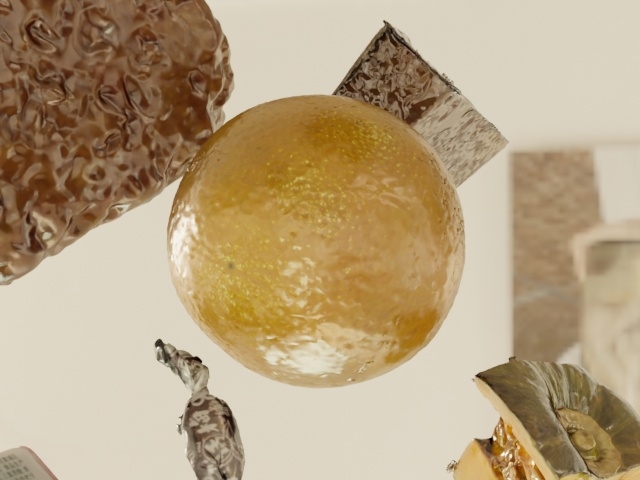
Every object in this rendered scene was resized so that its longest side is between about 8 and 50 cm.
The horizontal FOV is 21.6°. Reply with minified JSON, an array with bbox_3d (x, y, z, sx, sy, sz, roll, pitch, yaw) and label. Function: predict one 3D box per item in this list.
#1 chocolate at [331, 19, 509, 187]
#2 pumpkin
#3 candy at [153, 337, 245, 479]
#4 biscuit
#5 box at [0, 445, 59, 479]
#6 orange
[{"bbox_3d":[0.103,-0.127,1.765,0.112,0.112,0.321,46,-173,16],"label":"chocolate"},{"bbox_3d":[0.188,0.213,1.523,0.190,0.139,0.280,-45,151,23],"label":"pumpkin"},{"bbox_3d":[-0.082,0.168,1.328,0.051,0.226,0.094,-23,145,-4],"label":"candy"},{"bbox_3d":[-0.293,-0.170,1.792,0.395,0.342,0.166,-38,-160,-29],"label":"biscuit"},{"bbox_3d":[-0.439,0.338,1.688,0.112,0.190,0.370,41,-148,24],"label":"box"},{"bbox_3d":[0.000,0.000,1.486,0.274,0.274,0.274,1,173,0],"label":"orange"}]
